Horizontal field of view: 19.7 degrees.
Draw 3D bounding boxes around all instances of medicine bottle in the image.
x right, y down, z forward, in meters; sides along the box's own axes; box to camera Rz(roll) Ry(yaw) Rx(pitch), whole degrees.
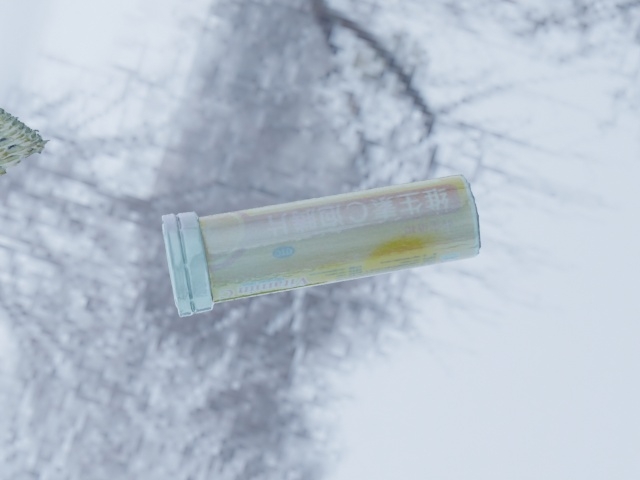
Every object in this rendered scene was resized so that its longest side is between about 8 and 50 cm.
[{"bbox_3d":[0.000,0.000,1.305,0.074,0.218,0.074,170,-90,-84],"label":"medicine bottle"}]

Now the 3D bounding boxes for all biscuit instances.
[{"bbox_3d":[-0.303,-0.073,1.495,0.203,0.144,0.016,39,31,-73],"label":"biscuit"}]
